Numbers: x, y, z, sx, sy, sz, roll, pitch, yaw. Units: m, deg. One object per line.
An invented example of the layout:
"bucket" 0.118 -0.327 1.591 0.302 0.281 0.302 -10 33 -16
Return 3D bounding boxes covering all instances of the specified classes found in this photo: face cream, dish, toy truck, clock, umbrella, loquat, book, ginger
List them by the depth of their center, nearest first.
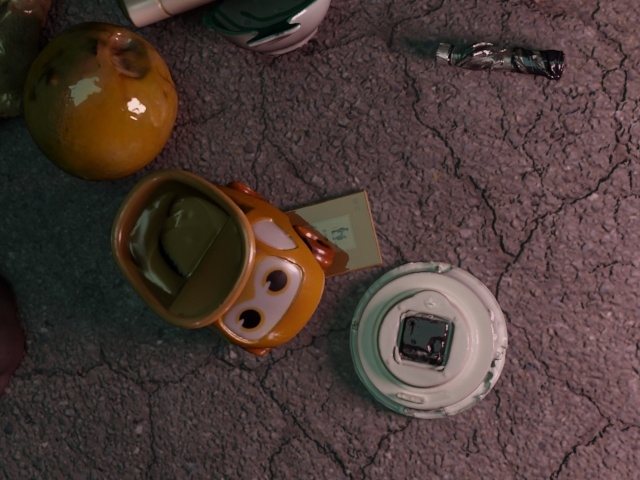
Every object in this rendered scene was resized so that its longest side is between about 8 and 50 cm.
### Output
"toy truck" -0.139 0.029 1.372 0.288 0.212 0.204 38 101 20
"clock" 0.155 0.148 1.384 0.237 0.053 0.236 -1 87 14
"umbrella" 0.265 -0.270 1.387 0.188 0.050 0.046 10 67 14
"dish" -0.063 -0.331 1.417 0.224 0.246 0.078 -17 127 9
"loquat" -0.338 -0.206 1.442 0.244 0.244 0.243 -1 86 13
"face cream" -0.157 -0.420 1.445 0.349 0.173 0.081 -17 123 12
"book" 0.000 0.000 1.449 0.172 0.012 0.118 -14 83 12
"ginger" -0.532 -0.316 1.535 0.190 0.126 0.353 25 94 19

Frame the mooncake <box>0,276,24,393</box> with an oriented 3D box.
"mooncake" -0.645 0.147 1.520 0.306 0.154 0.305 -1 86 16
